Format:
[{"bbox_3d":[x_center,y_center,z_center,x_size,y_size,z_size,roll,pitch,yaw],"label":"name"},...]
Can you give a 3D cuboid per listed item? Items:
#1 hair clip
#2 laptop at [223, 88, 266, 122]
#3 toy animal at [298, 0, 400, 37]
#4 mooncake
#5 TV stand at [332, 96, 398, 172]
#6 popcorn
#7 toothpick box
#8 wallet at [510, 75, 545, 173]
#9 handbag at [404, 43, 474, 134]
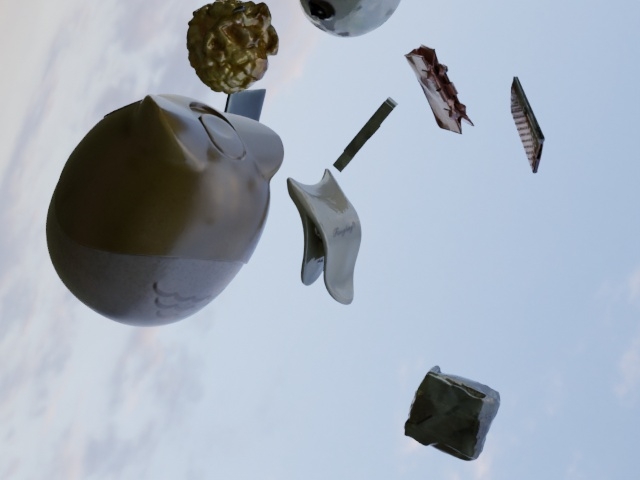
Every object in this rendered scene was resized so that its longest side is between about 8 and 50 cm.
[{"bbox_3d":[0.016,-0.005,2.142,0.113,0.172,0.282,7,-77,30],"label":"hair clip"},{"bbox_3d":[-0.205,-0.240,2.425,0.187,0.015,0.269,-23,131,-63],"label":"laptop"},{"bbox_3d":[0.055,-0.488,1.795,0.212,0.212,0.267,-40,-126,46],"label":"toy animal"},{"bbox_3d":[0.204,0.268,1.537,0.073,0.129,0.125,-34,146,-67],"label":"mooncake"},{"bbox_3d":[0.119,-0.287,2.718,0.249,0.036,0.042,-49,179,21],"label":"TV stand"},{"bbox_3d":[-0.160,-0.356,1.807,0.170,0.179,0.180,116,-11,-75],"label":"popcorn"},{"bbox_3d":[-0.308,-0.078,1.957,0.425,0.408,0.409,-50,-149,26],"label":"toothpick box"},{"bbox_3d":[0.432,-0.244,2.087,0.103,0.020,0.197,84,-4,-50],"label":"wallet"},{"bbox_3d":[0.282,-0.361,2.372,0.059,0.213,0.157,-31,-161,-1],"label":"handbag"}]
